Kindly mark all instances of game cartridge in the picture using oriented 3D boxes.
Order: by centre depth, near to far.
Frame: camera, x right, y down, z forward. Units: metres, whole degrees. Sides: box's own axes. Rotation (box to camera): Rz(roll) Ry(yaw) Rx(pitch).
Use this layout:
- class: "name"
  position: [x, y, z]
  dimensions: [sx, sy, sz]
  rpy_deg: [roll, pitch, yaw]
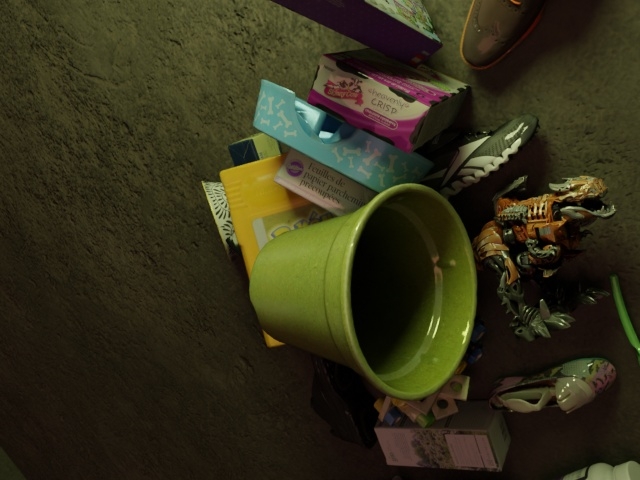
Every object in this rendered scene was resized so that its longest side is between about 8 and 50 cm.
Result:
- class: "game cartridge"
  position: [0.000, 0.000, 0.975]
  dimensions: [0.285, 0.053, 0.324]
  rpy_deg: [-15, 95, 9]

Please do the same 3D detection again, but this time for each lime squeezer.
- class: "lime squeezer"
  position: [0.534, 0.190, 0.855]
  dimensions: [0.310, 0.059, 0.110]
  rpy_deg: [40, 127, 8]

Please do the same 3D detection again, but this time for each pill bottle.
- class: "pill bottle"
  position: [0.478, 0.457, 0.984]
  dimensions: [0.108, 0.108, 0.193]
  rpy_deg: [47, 127, 2]

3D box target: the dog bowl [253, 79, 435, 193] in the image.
- class: "dog bowl"
  position: [0.024, -0.148, 0.851]
  dimensions: [0.297, 0.166, 0.074]
  rpy_deg: [30, 100, 19]

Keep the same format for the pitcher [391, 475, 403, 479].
- class: "pitcher"
  position: [0.155, 0.640, 1.265]
  dimensions: [0.177, 0.125, 0.207]
  rpy_deg: [39, 116, -11]

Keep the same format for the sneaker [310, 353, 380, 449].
- class: "sneaker"
  position: [0.023, 0.314, 1.186]
  dimensions: [0.130, 0.109, 0.287]
  rpy_deg: [-9, 106, 40]

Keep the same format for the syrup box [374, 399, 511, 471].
- class: "syrup box"
  position: [0.233, 0.375, 1.094]
  dimensions: [0.236, 0.096, 0.093]
  rpy_deg: [-11, 107, 34]

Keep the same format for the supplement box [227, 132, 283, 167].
- class: "supplement box"
  position: [-0.115, -0.153, 1.046]
  dimensions: [0.056, 0.083, 0.083]
  rpy_deg: [-8, 109, 33]

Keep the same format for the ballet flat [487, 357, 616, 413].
- class: "ballet flat"
  position: [0.388, 0.260, 0.959]
  dimensions: [0.221, 0.079, 0.077]
  rpy_deg: [-23, 99, 36]

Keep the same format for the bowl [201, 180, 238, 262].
- class: "bowl"
  position: [-0.170, -0.048, 1.115]
  dimensions: [0.080, 0.170, 0.170]
  rpy_deg: [-19, 107, -9]

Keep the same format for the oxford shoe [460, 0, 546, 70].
- class: "oxford shoe"
  position: [0.259, -0.343, 0.727]
  dimensions: [0.096, 0.098, 0.272]
  rpy_deg: [36, 126, 11]

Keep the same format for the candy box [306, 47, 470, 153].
- class: "candy box"
  position: [0.105, -0.209, 0.797]
  dimensions: [0.159, 0.233, 0.071]
  rpy_deg: [29, 119, 13]

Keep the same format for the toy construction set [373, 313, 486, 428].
- class: "toy construction set"
  position: [0.182, 0.215, 0.948]
  dimensions: [0.151, 0.215, 0.328]
  rpy_deg: [48, 168, 18]

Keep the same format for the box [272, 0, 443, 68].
- class: "box"
  position: [0.024, -0.347, 0.706]
  dimensions: [0.057, 0.293, 0.201]
  rpy_deg: [-32, 67, 37]

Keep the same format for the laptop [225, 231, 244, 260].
- class: "laptop"
  position: [0.005, -0.018, 1.009]
  dimensions: [0.234, 0.264, 0.136]
  rpy_deg: [46, 164, 4]

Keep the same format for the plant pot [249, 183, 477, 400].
- class: "plant pot"
  position: [0.041, 0.068, 0.807]
  dimensions: [0.253, 0.276, 0.276]
  rpy_deg: [-3, 112, 47]

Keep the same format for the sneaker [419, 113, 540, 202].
- class: "sneaker"
  position: [0.217, -0.135, 0.867]
  dimensions: [0.106, 0.078, 0.234]
  rpy_deg: [51, 129, -4]

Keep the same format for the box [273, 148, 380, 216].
- class: "box"
  position: [0.083, -0.047, 0.907]
  dimensions: [0.323, 0.067, 0.063]
  rpy_deg: [29, 97, 3]

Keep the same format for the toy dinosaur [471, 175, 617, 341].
- class: "toy dinosaur"
  position: [0.318, 0.025, 0.870]
  dimensions: [0.219, 0.164, 0.322]
  rpy_deg: [61, 163, 10]
